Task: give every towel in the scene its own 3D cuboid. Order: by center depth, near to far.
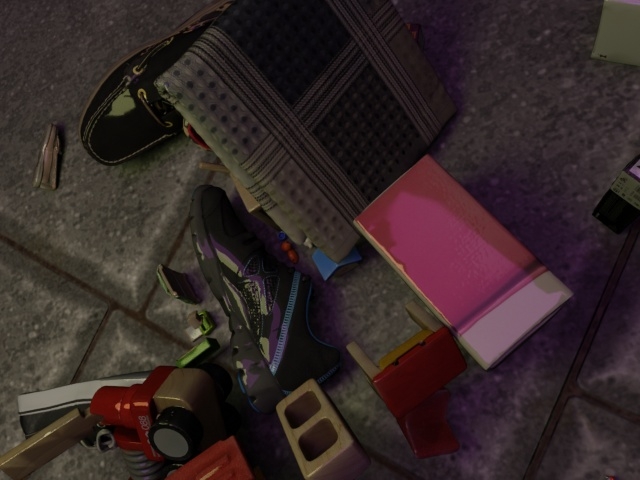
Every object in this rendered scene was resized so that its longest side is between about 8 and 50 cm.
[{"bbox_3d":[0.007,-0.177,0.709,0.312,0.324,0.056,-52,29,-16],"label":"towel"}]

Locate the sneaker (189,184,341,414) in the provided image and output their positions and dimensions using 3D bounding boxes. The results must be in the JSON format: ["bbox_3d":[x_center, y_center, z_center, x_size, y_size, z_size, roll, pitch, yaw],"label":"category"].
[{"bbox_3d":[-0.086,0.064,0.798,0.139,0.125,0.341,-22,75,-6],"label":"sneaker"}]

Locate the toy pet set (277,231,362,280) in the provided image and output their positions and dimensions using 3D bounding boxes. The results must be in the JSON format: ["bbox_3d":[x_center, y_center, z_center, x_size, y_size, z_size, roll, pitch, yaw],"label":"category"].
[{"bbox_3d":[0.000,0.000,0.797,0.122,0.065,0.114,-32,69,9],"label":"toy pet set"}]

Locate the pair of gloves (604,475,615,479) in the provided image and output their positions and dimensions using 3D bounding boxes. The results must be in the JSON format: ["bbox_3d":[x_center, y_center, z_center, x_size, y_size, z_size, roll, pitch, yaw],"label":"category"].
[{"bbox_3d":[0.302,0.364,0.630,0.159,0.023,0.198,-29,70,9],"label":"pair of gloves"}]

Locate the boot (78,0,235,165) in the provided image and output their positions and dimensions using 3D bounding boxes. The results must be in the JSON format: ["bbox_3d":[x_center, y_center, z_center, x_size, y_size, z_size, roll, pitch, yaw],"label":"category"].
[{"bbox_3d":[-0.198,-0.208,0.819,0.377,0.138,0.284,-35,37,1],"label":"boot"}]

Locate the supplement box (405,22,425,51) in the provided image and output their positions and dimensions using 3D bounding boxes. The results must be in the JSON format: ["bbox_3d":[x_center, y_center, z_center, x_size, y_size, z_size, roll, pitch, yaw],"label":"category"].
[{"bbox_3d":[0.122,-0.277,0.837,0.055,0.043,0.083,5,78,21],"label":"supplement box"}]

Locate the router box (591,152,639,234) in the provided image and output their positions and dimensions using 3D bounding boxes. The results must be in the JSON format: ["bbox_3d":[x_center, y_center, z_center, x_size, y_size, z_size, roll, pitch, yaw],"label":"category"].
[{"bbox_3d":[0.384,-0.085,0.629,0.133,0.179,0.046,-46,70,2],"label":"router box"}]

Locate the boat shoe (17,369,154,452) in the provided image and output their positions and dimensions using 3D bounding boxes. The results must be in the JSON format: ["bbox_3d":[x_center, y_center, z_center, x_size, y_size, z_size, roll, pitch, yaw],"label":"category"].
[{"bbox_3d":[-0.322,0.256,0.817,0.306,0.113,0.105,-14,79,17],"label":"boat shoe"}]

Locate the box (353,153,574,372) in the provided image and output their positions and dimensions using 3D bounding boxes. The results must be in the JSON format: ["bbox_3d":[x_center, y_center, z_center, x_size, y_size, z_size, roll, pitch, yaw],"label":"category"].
[{"bbox_3d":[0.171,0.032,0.687,0.127,0.148,0.232,-42,69,4],"label":"box"}]

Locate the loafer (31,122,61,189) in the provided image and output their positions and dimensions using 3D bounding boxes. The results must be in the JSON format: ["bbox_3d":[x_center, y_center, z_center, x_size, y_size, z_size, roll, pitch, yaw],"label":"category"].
[{"bbox_3d":[-0.494,-0.151,1.018,0.045,0.039,0.125,-13,66,50],"label":"loafer"}]

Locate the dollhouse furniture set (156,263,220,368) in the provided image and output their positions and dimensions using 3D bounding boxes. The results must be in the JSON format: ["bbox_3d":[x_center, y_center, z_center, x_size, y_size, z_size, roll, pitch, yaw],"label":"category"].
[{"bbox_3d":[-0.210,0.114,0.833,0.058,0.076,0.151,-37,69,6],"label":"dollhouse furniture set"}]

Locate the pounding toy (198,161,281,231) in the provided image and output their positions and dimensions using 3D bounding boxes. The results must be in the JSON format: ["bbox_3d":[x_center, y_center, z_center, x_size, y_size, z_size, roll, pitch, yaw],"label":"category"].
[{"bbox_3d":[-0.072,-0.088,0.808,0.141,0.130,0.100,-32,69,9],"label":"pounding toy"}]

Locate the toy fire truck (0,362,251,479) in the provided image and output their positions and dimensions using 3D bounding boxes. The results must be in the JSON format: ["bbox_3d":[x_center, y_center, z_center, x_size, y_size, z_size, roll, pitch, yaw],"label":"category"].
[{"bbox_3d":[-0.241,0.277,0.710,0.246,0.158,0.217,-1,114,16],"label":"toy fire truck"}]

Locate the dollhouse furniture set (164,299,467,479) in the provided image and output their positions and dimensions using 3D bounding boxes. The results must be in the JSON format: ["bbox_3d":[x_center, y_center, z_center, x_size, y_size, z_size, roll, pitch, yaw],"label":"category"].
[{"bbox_3d":[0.028,0.270,0.610,0.374,0.201,0.152,-34,28,-6],"label":"dollhouse furniture set"}]

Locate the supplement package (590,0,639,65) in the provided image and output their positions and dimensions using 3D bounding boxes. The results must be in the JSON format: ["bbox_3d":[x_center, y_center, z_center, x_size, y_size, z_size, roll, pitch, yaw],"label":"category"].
[{"bbox_3d":[0.451,-0.357,0.696,0.134,0.139,0.244,19,84,22],"label":"supplement package"}]
